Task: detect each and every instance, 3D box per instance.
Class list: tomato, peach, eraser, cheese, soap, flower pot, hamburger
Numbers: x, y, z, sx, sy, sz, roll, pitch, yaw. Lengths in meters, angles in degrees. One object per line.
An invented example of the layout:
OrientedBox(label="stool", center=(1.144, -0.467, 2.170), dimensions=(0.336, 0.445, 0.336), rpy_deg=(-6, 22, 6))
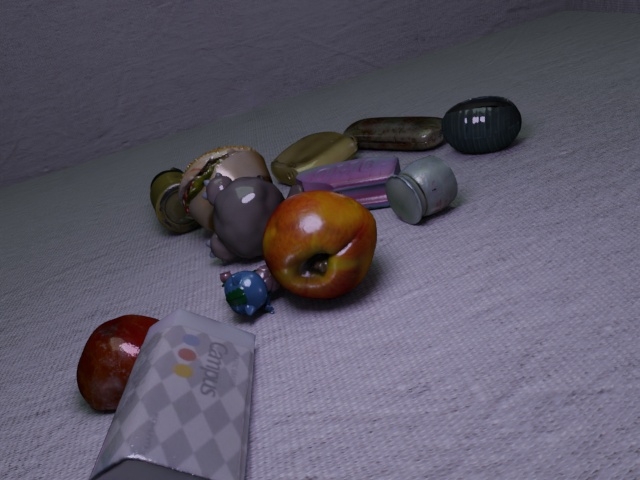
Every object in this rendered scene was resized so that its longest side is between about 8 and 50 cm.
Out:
OrientedBox(label="tomato", center=(-0.397, 0.232, 1.178), dimensions=(0.233, 0.140, 0.200), rpy_deg=(-15, 32, 3))
OrientedBox(label="peach", center=(0.000, 0.000, 1.292), dimensions=(0.281, 0.238, 0.281), rpy_deg=(-26, 20, 10))
OrientedBox(label="eraser", center=(-0.229, 0.270, 0.996), dimensions=(0.213, 0.082, 0.397), rpy_deg=(22, 22, -12))
OrientedBox(label="cheese", center=(-0.005, -0.291, 2.032), dimensions=(0.316, 0.128, 0.259), rpy_deg=(-37, 39, -25))
OrientedBox(label="soap", center=(0.082, -0.165, 1.729), dimensions=(0.323, 0.109, 0.193), rpy_deg=(-8, 26, 19))
OrientedBox(label="flower pot", center=(0.505, -0.361, 1.812), dimensions=(0.243, 0.157, 0.189), rpy_deg=(-2, 28, 30))
OrientedBox(label="hamburger", center=(-0.287, -0.165, 1.750), dimensions=(0.302, 0.170, 0.302), rpy_deg=(-35, -15, -11))

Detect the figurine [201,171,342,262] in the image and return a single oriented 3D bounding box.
OrientedBox(label="figurine", center=(-0.126, -0.064, 1.558), dimensions=(0.380, 0.248, 0.203), rpy_deg=(-3, 11, -4))

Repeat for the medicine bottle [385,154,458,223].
OrientedBox(label="medicine bottle", center=(0.261, -0.132, 1.506), dimensions=(0.143, 0.147, 0.147), rpy_deg=(-31, 28, -21))

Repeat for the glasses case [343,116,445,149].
OrientedBox(label="glasses case", center=(0.264, -0.388, 2.082), dimensions=(0.425, 0.098, 0.156), rpy_deg=(11, 42, 45))

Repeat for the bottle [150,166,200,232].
OrientedBox(label="bottle", center=(-0.503, -0.151, 1.998), dimensions=(0.171, 0.172, 0.351), rpy_deg=(-23, 23, -14))

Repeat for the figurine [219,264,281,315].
OrientedBox(label="figurine", center=(-0.162, 0.110, 1.338), dimensions=(0.144, 0.114, 0.178), rpy_deg=(-6, 15, 38))

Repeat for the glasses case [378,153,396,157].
OrientedBox(label="glasses case", center=(0.192, -0.243, 1.895), dimensions=(0.063, 0.041, 0.164), rpy_deg=(3, 32, 38))
